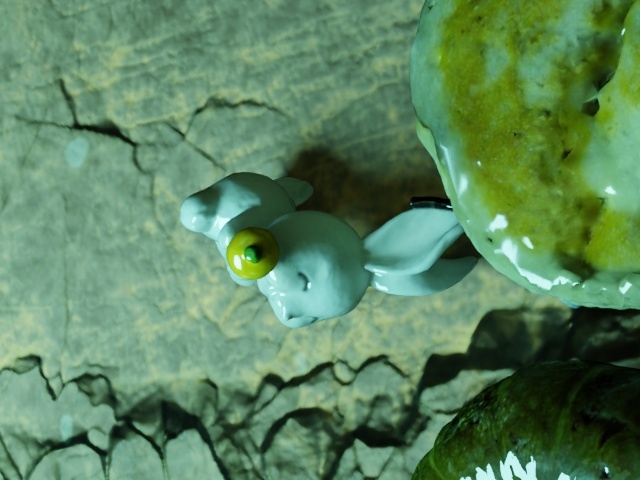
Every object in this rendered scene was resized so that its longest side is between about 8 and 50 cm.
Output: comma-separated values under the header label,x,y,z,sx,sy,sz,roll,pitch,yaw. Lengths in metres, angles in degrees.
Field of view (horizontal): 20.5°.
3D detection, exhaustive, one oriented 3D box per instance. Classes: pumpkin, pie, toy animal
label,x,y,z,sx,sy,sz,roll,pitch,yaw
pumpkin,0.154,0.195,1.058,0.260,0.189,0.260,-9,75,37
pie,0.205,-0.113,1.062,0.339,0.077,0.339,-9,72,30
toy animal,0.000,0.000,1.181,0.182,0.131,0.127,25,68,38

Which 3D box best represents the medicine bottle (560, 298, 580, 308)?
label,x,y,z,sx,sy,sz,roll,pitch,yaw
medicine bottle,0.218,-0.031,1.108,0.191,0.051,0.051,-40,75,24
